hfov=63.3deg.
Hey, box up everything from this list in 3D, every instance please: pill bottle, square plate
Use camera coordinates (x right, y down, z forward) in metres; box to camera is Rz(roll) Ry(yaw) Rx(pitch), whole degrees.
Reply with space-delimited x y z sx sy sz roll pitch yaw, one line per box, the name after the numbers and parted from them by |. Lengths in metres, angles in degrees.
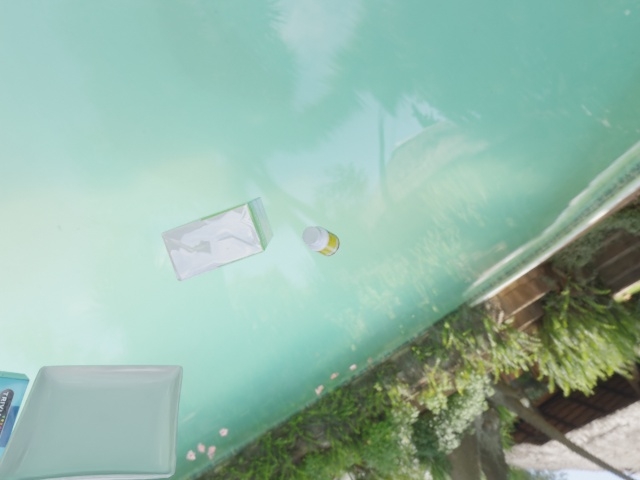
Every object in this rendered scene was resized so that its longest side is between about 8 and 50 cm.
0.000 0.000 1.322 0.065 0.065 0.116 -37 156 13 | pill bottle
-0.504 0.417 1.195 0.348 0.344 0.049 3 117 -13 | square plate

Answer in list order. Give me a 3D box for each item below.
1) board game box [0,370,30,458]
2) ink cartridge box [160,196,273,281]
-0.962 0.446 1.310 0.336 0.253 0.079 21 168 -36 | board game box
-0.232 -0.017 1.279 0.207 0.119 0.353 -19 -173 2 | ink cartridge box
